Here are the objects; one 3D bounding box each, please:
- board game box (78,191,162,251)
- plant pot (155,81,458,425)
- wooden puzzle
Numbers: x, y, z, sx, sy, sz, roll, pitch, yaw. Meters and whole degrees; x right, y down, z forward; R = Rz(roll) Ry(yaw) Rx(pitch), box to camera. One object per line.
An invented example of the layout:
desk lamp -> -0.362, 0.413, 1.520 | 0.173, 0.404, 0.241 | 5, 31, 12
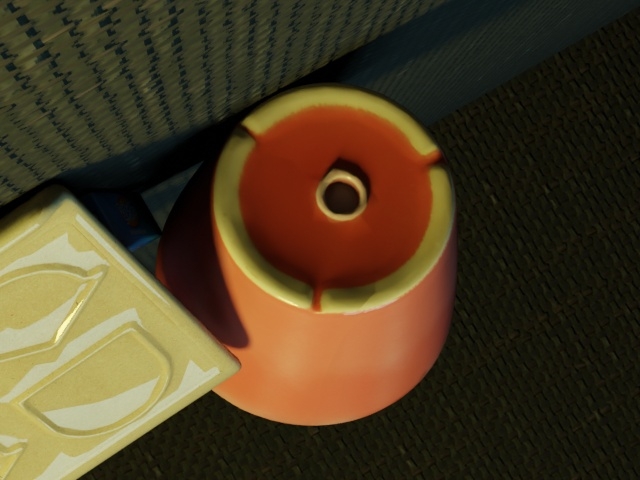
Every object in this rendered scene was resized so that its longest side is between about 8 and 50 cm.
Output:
board game box -> -0.222, 0.017, 1.532 | 0.160, 0.047, 0.210 | -30, 179, 4
plant pot -> 0.000, 0.000, 1.587 | 0.275, 0.275, 0.243 | -29, 168, -15
wooden puzzle -> -0.260, 0.105, 1.414 | 0.322, 0.080, 0.348 | -33, 149, 4
